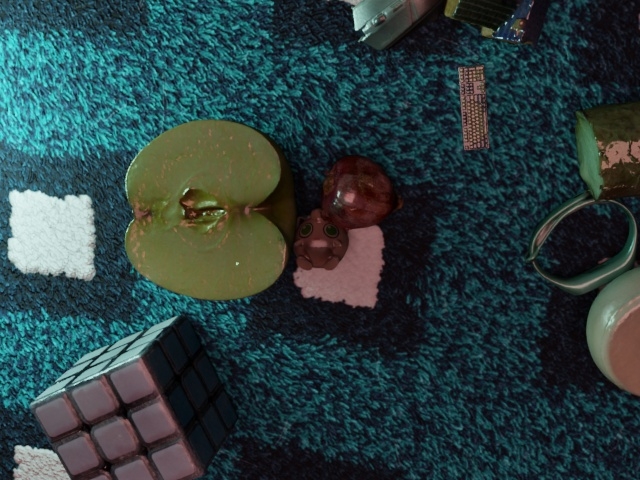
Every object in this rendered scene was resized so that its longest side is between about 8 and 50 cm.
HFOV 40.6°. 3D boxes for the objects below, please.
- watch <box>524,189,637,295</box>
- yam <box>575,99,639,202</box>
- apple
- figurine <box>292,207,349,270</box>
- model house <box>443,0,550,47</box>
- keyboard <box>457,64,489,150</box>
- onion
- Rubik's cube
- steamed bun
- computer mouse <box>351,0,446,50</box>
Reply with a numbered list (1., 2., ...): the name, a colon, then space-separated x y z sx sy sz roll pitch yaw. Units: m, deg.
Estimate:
1. watch: 0.549 0.010 1.816 0.237 0.068 0.195 -29 96 14
2. yam: 0.661 -0.186 1.688 0.300 0.195 0.195 -9 102 13
3. apple: -0.236 -0.068 1.831 0.360 0.320 0.311 -1 142 16
4. figurine: 0.000 0.000 1.885 0.125 0.138 0.125 5 144 4
5. model house: 0.349 -0.466 1.665 0.183 0.172 0.166 11 107 -7
6. keyboard: 0.322 -0.278 1.817 0.055 0.014 0.176 -4 103 8
7. onion: 0.097 -0.096 1.841 0.195 0.159 0.159 13 107 -23
8. Rubik's cube: -0.408 0.388 1.956 0.304 0.301 0.305 -26 99 14
9. steamed bun: 0.682 0.173 1.772 0.283 0.177 0.283 0 111 -1
10. computer mouse: 0.165 -0.481 1.765 0.231 0.071 0.126 -31 96 16
